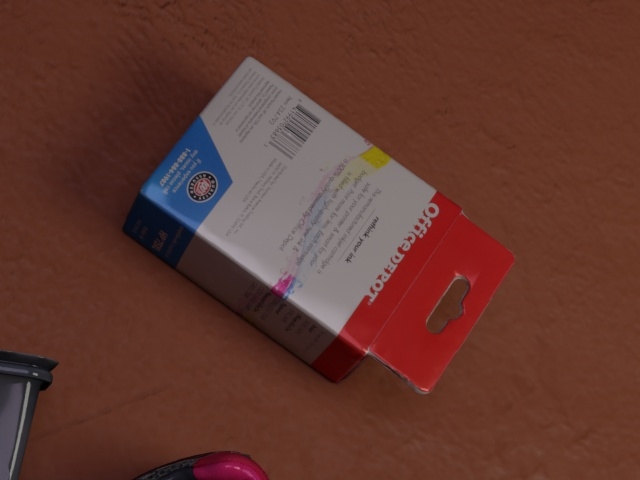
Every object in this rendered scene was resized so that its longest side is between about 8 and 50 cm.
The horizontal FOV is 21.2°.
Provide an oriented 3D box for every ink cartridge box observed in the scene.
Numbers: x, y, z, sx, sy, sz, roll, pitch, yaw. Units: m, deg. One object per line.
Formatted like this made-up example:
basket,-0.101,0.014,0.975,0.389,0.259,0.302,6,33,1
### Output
ink cartridge box,0.000,0.000,1.162,0.231,0.078,0.134,36,64,-1

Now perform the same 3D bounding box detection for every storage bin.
storage bin,-0.234,0.110,1.044,0.135,0.098,0.091,9,78,-14

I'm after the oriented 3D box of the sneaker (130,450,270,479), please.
sneaker,-0.156,0.217,1.011,0.299,0.112,0.121,-37,84,-25
